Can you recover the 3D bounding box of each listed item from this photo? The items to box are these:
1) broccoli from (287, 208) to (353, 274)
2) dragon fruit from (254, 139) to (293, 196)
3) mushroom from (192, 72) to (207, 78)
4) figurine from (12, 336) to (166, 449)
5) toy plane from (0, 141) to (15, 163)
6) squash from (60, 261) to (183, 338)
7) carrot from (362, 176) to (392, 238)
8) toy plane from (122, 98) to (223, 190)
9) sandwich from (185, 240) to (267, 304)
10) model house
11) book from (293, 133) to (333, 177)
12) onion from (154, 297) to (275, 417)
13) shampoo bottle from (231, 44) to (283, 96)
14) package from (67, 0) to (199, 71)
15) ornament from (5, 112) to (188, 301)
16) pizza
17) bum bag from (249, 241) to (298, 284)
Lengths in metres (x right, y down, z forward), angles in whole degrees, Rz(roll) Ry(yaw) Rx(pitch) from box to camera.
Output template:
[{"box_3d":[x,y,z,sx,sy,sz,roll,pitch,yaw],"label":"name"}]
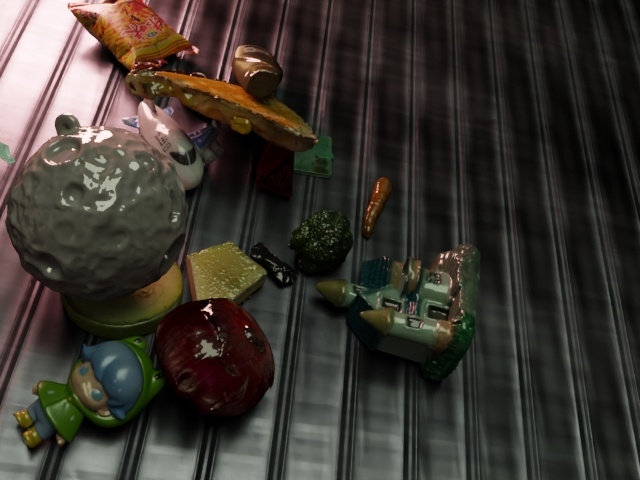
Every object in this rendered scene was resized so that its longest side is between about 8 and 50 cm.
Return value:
[{"box_3d":[0.000,0.000,1.777,0.138,0.145,0.162,12,22,43],"label":"broccoli"},{"box_3d":[-0.111,-0.208,1.911,0.093,0.122,0.192,2,54,-1],"label":"dragon fruit"},{"box_3d":[-0.316,-0.381,2.014,0.079,0.085,0.085,48,39,-36],"label":"mushroom"},{"box_3d":[-0.419,0.277,1.436,0.263,0.143,0.162,-29,61,-15],"label":"figurine"},{"box_3d":[-0.779,-0.157,1.698,0.235,0.060,0.096,-37,79,-32],"label":"toy plane"},{"box_3d":[-0.409,0.084,1.634,0.252,0.048,0.252,8,51,-10],"label":"squash"},{"box_3d":[0.136,-0.083,1.936,0.047,0.047,0.191,23,51,1],"label":"carrot"},{"box_3d":[-0.357,-0.227,1.845,0.267,0.122,0.266,9,54,-12],"label":"toy plane"},{"box_3d":[-0.235,0.084,1.687,0.162,0.058,0.193,39,54,15],"label":"sandwich"},{"box_3d":[0.155,0.119,1.699,0.325,0.194,0.267,15,51,-2],"label":"model house"},{"box_3d":[-0.017,-0.219,2.008,0.103,0.017,0.135,9,52,-10],"label":"book"},{"box_3d":[-0.191,0.216,1.490,0.246,0.190,0.246,46,20,-22],"label":"onion"},{"box_3d":[-0.155,-0.420,1.967,0.126,0.084,0.350,13,19,-14],"label":"shampoo bottle"},{"box_3d":[-0.485,-0.544,2.059,0.288,0.108,0.223,47,49,10],"label":"package"},{"box_3d":[-0.409,-0.046,1.494,0.337,0.337,0.337,9,52,-11],"label":"ornament"},{"box_3d":[-0.209,-0.322,1.873,0.435,0.080,0.392,22,16,-5],"label":"pizza"},{"box_3d":[-0.106,0.053,1.761,0.124,0.034,0.058,38,43,12],"label":"bum bag"}]
